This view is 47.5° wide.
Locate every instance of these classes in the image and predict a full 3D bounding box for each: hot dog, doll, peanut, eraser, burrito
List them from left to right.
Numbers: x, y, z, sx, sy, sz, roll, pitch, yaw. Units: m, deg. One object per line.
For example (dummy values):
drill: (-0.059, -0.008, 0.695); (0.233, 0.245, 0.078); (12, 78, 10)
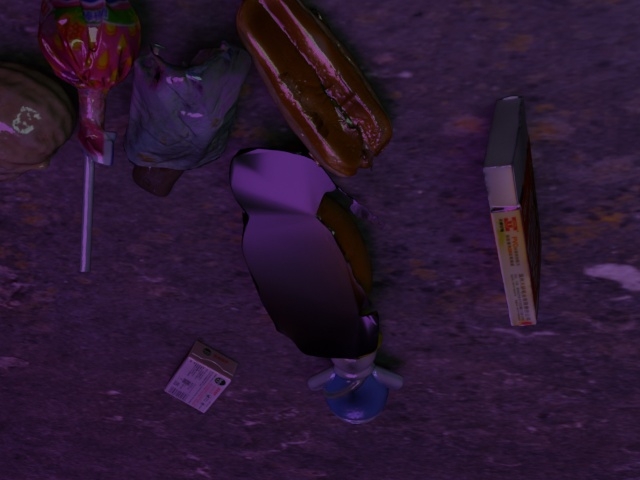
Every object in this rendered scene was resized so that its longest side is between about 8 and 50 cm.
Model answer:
peanut: (-0.487, -0.172, 0.983); (0.340, 0.158, 0.174); (13, 160, 12)
burrito: (-0.162, -0.154, 0.872); (0.144, 0.089, 0.229); (-6, 165, -16)
hot dog: (-0.010, -0.190, 0.860); (0.109, 0.072, 0.269); (-38, 107, -7)
hot dog: (-0.006, 0.002, 1.012); (0.194, 0.107, 0.325); (-2, 119, 6)
doll: (0.055, 0.205, 1.155); (0.135, 0.099, 0.240); (20, 133, 31)
eraser: (0.235, -0.034, 0.871); (0.038, 0.157, 0.230); (-3, 127, 23)

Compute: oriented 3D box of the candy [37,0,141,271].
candy: (-0.293, -0.132, 0.913); (0.124, 0.124, 0.365); (11, 107, 8)

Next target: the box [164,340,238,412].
box: (-0.214, 0.244, 1.299); (0.089, 0.043, 0.125); (32, 129, -10)

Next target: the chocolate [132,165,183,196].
chocolate: (-0.229, -0.101, 1.038); (0.065, 0.031, 0.101); (34, 128, -17)
